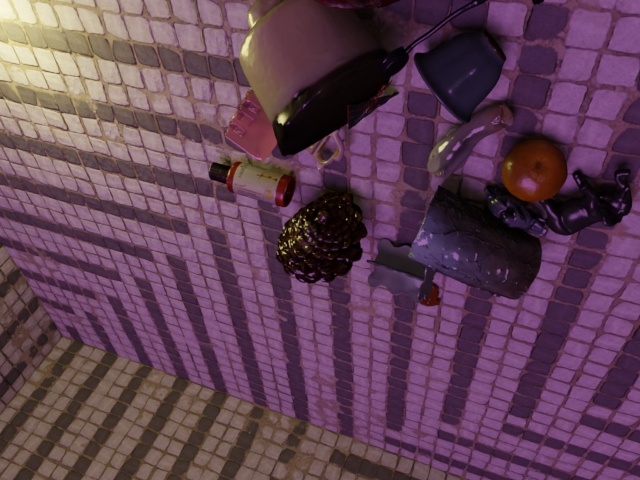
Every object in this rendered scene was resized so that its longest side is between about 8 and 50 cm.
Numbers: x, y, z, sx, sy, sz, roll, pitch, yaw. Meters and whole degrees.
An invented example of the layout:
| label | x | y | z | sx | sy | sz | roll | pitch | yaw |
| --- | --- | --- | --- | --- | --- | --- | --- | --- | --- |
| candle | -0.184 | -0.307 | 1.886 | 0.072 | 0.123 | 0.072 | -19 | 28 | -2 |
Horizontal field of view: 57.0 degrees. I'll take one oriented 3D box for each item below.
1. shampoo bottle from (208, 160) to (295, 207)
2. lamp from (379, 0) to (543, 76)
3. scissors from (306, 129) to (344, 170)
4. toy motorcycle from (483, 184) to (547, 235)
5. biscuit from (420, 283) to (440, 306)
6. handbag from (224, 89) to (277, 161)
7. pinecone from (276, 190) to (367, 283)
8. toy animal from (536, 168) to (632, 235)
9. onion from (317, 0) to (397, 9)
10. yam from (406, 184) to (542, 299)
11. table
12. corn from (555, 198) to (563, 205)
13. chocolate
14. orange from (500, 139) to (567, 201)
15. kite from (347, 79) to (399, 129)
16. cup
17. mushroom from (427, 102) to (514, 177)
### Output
| label | x | y | z | sx | sy | sz | roll | pitch | yaw |
| --- | --- | --- | --- | --- | --- | --- | --- | --- | --- |
| shampoo bottle | -0.226 | -0.190 | 1.882 | 0.278 | 0.104 | 0.104 | 16 | 140 | 14 |
| lamp | 0.290 | -0.431 | 1.188 | 0.371 | 0.130 | 0.109 | -34 | 81 | 16 |
| scissors | 0.039 | -0.319 | 1.606 | 0.160 | 0.024 | 0.317 | 53 | 140 | 10 |
| toy motorcycle | 0.513 | -0.074 | 1.557 | 0.193 | 0.124 | 0.061 | 31 | 128 | 0 |
| biscuit | 0.358 | 0.178 | 2.015 | 0.102 | 0.019 | 0.130 | 0 | 134 | 31 |
| handbag | -0.179 | -0.341 | 1.723 | 0.157 | 0.059 | 0.212 | 34 | 140 | -10 |
| pinecone | 0.004 | 0.005 | 1.824 | 0.242 | 0.298 | 0.296 | 39 | 155 | -7 |
| toy animal | 0.661 | -0.099 | 1.463 | 0.146 | 0.114 | 0.245 | 50 | 143 | -12 |
| onion | 0.105 | -0.584 | 1.127 | 0.347 | 0.348 | 0.385 | 6 | 172 | 25 |
| yam | 0.415 | 0.009 | 1.617 | 0.348 | 0.241 | 0.241 | 26 | 142 | -3 |
| table | 0.255 | 0.095 | 1.887 | 0.198 | 0.166 | 0.167 | 18 | 141 | 24 |
| corn | 0.648 | -0.076 | 1.553 | 0.083 | 0.027 | 0.028 | 43 | 123 | -15 |
| chocolate | -0.028 | -0.417 | 1.365 | 0.297 | 0.314 | 0.326 | 57 | 171 | 11 |
| orange | 0.520 | -0.170 | 1.437 | 0.154 | 0.155 | 0.134 | 19 | -177 | 11 |
| kite | 0.116 | -0.326 | 1.439 | 0.009 | 0.232 | 0.189 | 54 | 135 | 7 |
| cup | 0.325 | -0.383 | 1.303 | 0.199 | 0.199 | 0.150 | 42 | 122 | -18 |
| mushroom | 0.366 | -0.249 | 1.477 | 0.096 | 0.099 | 0.278 | 31 | 139 | -13 |
